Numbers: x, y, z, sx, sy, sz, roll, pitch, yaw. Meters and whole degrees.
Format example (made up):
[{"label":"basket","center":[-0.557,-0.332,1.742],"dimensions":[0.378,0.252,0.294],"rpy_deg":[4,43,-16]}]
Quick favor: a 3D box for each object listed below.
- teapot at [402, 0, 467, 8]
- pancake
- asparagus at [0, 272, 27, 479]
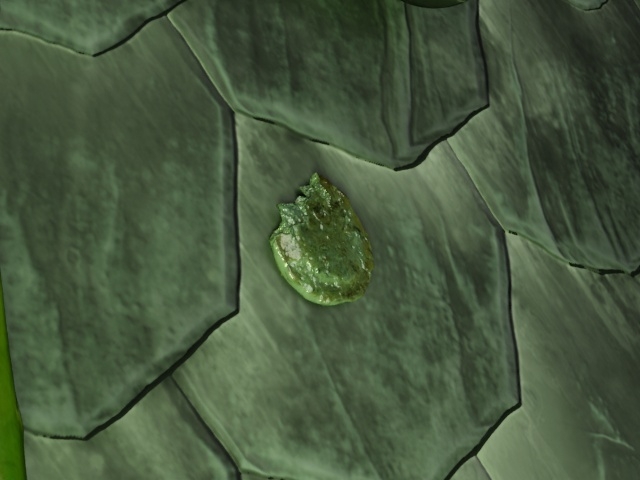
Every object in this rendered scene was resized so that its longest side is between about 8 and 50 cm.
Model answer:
[{"label":"teapot","center":[0.014,-0.408,1.574],"dimensions":[0.361,0.305,0.376],"rpy_deg":[1,39,-36]},{"label":"pancake","center":[0.005,0.004,1.496],"dimensions":[0.116,0.022,0.129],"rpy_deg":[56,41,-8]},{"label":"asparagus","center":[-0.248,0.103,1.168],"dimensions":[0.067,0.060,0.278],"rpy_deg":[1,66,-33]}]
